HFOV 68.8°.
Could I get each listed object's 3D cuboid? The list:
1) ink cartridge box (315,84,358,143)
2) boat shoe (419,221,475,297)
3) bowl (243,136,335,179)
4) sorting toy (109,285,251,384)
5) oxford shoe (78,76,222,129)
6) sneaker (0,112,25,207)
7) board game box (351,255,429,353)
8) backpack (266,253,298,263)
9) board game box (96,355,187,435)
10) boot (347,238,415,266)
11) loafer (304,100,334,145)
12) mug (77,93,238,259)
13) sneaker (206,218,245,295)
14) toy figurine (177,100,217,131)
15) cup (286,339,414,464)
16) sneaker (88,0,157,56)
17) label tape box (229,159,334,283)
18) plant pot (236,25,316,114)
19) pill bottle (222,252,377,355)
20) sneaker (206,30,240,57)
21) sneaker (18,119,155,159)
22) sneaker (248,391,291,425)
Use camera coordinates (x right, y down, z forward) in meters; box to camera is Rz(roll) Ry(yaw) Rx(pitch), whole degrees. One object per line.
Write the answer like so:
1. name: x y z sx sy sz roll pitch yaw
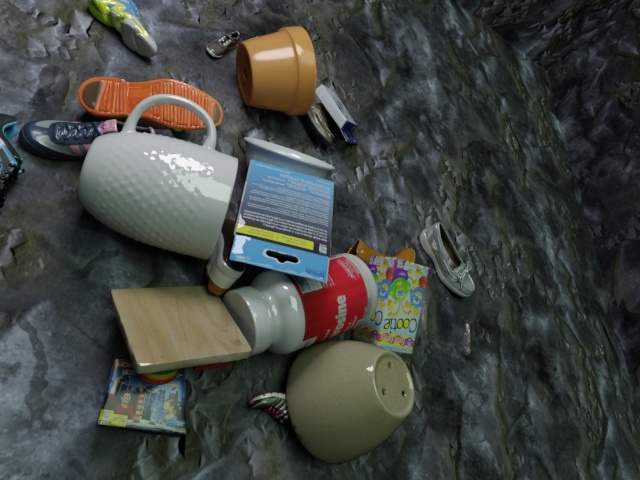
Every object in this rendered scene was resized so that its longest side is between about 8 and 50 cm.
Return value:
1. ink cartridge box: 0.079 -0.476 1.781 0.224 0.045 0.223 57 17 0
2. boat shoe: 0.515 0.079 1.849 0.118 0.103 0.321 -28 85 -42
3. bowl: -0.115 -0.216 1.473 0.297 0.298 0.134 12 104 -32
4. sorting toy: -0.335 0.219 1.090 0.255 0.089 0.257 2 30 -38
5. oxford shoe: -0.457 -0.367 1.293 0.363 0.132 0.130 6 84 -18
6. sneaker: -0.729 -0.149 1.029 0.139 0.125 0.341 -5 71 -35
7. board game box: 0.220 0.200 1.479 0.142 0.144 0.276 16 83 -29
8. backpack: -0.108 -0.044 1.429 0.165 0.144 0.189 15 52 -24
9. board game box: -0.391 0.337 1.078 0.194 0.060 0.194 21 56 -27
10. boot: 0.203 0.066 1.619 0.211 0.104 0.295 48 54 -14
11. loafer: -0.011 -0.467 1.728 0.087 0.094 0.251 -31 86 -5
12. mug: -0.389 -0.171 1.159 0.327 0.276 0.374 16 95 -18
13. sneaker: -0.267 0.041 1.280 0.105 0.123 0.290 32 21 -18
14. toy figurine: -0.387 -0.410 1.450 0.173 0.130 0.159 45 29 24
15. cup: 0.109 0.407 1.255 0.331 0.237 0.331 28 47 -36
16. sneaker: -0.578 -0.676 1.435 0.240 0.091 0.126 41 49 -12
17. label tape box: -0.101 -0.035 1.249 0.249 0.115 0.348 14 52 -12
18. plant pot: -0.161 -0.566 1.580 0.203 0.291 0.291 -11 74 -23
19. pill bottle: -0.054 0.177 1.295 0.407 0.229 0.229 -12 75 -39
20. sneaker: -0.339 -0.699 1.639 0.061 0.065 0.158 43 49 -10
21. sneaker: -0.583 -0.274 1.199 0.318 0.131 0.112 -2 69 -37
22. sneaker: -0.108 0.446 1.228 0.170 0.063 0.075 19 51 -34
